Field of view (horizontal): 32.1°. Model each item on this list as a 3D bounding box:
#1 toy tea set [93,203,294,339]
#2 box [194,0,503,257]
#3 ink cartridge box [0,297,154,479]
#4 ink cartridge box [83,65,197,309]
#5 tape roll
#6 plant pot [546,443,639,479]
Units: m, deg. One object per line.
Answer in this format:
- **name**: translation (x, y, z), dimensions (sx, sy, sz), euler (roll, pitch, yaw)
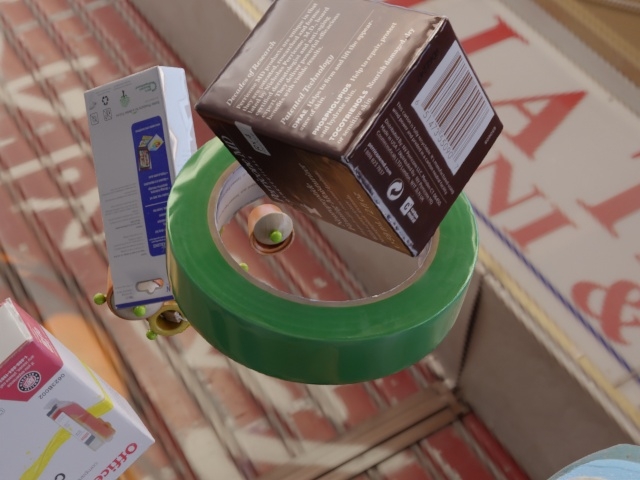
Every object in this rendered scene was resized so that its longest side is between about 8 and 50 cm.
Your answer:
- **toy tea set**: translation (-0.196, 0.049, 1.800), dimensions (0.200, 0.336, 0.124), euler (40, 18, -37)
- **box**: translation (0.030, -0.117, 1.061), dimensions (0.203, 0.167, 0.168), euler (22, -18, 40)
- **ink cartridge box**: translation (-0.536, 0.338, 2.059), dimensions (0.160, 0.279, 0.384), euler (39, -9, 48)
- **ink cartridge box**: translation (-0.248, -0.073, 1.615), dimensions (0.165, 0.065, 0.332), euler (-10, -94, 37)
- **tape roll**: translation (0.000, 0.000, 1.163), dimensions (0.321, 0.321, 0.077), euler (50, -31, 32)
- **plant pot**: translation (0.305, 0.332, 1.011), dimensions (0.247, 0.252, 0.247), euler (5, -48, 37)
